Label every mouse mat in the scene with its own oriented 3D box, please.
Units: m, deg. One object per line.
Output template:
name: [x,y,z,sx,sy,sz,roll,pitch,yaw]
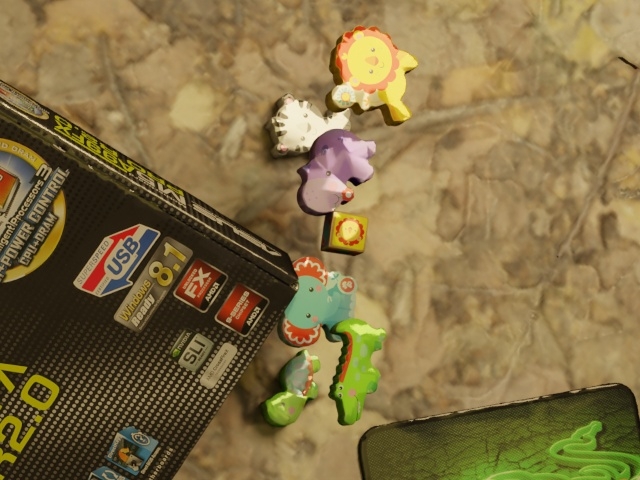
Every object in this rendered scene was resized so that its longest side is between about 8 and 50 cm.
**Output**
mouse mat: [0.124,0.177,1.245,0.189,0.007,0.153,-9,84,-16]

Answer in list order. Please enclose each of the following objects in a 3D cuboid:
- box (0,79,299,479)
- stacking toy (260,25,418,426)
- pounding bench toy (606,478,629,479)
box: [-0.173,0.071,1.097,0.216,0.060,0.270,32,100,-15]
stacking toy: [0.000,0.000,1.157,0.052,0.167,0.221,9,80,-12]
pounding bench toy: [0.197,0.178,1.231,0.083,0.052,0.065,-21,86,-16]
